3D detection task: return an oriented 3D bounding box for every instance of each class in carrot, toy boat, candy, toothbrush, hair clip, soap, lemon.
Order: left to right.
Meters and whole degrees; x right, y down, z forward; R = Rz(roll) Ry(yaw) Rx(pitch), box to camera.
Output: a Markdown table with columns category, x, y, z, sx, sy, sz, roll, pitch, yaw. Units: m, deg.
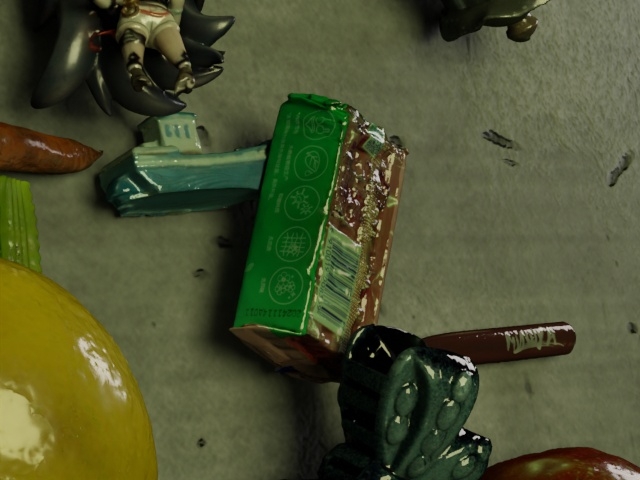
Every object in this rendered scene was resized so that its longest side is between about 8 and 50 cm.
| category | x | y | z | sx | sy | sz | roll | pitch | yaw |
| --- | --- | --- | --- | --- | --- | --- | --- | --- | --- |
| candy | -0.354 | 0.001 | 1.742 | 0.246 | 0.069 | 0.149 | 5 | 70 | -39 |
| lemon | -0.296 | 0.171 | 1.570 | 0.348 | 0.348 | 0.348 | 13 | 68 | -37 |
| carrot | -0.281 | -0.084 | 1.826 | 0.224 | 0.057 | 0.057 | 6 | 72 | -58 |
| toy boat | -0.130 | -0.086 | 1.946 | 0.215 | 0.088 | 0.102 | -4 | 76 | -40 |
| soap | 0.002 | 0.000 | 1.982 | 0.218 | 0.098 | 0.273 | 42 | 54 | -59 |
| hair clip | 0.049 | 0.245 | 1.914 | 0.206 | 0.194 | 0.310 | 44 | 79 | -32 |
| toothbrush | 0.151 | 0.121 | 2.157 | 0.364 | 0.041 | 0.041 | -3 | 79 | -41 |

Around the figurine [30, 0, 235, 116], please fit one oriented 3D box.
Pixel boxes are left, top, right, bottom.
| category | x | y | z | sx | sy | sz | roll | pitch | yaw |
| --- | --- | --- | --- | --- | --- | --- | --- | --- | --- |
| figurine | -0.185 | -0.228 | 1.867 | 0.175 | 0.197 | 0.265 | 16 | 64 | -34 |

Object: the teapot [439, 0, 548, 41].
| category | x | y | z | sx | sy | sz | roll | pitch | yaw |
| --- | --- | --- | --- | --- | --- | --- | --- | --- | --- |
| teapot | 0.168 | -0.360 | 2.251 | 0.223 | 0.305 | 0.285 | -28 | 106 | -6 |

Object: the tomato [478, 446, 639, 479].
| category | x | y | z | sx | sy | sz | roll | pitch | yaw |
| --- | --- | --- | --- | --- | --- | --- | --- | --- | --- |
| tomato | 0.268 | 0.359 | 2.048 | 0.239 | 0.303 | 0.303 | -5 | 80 | -57 |
